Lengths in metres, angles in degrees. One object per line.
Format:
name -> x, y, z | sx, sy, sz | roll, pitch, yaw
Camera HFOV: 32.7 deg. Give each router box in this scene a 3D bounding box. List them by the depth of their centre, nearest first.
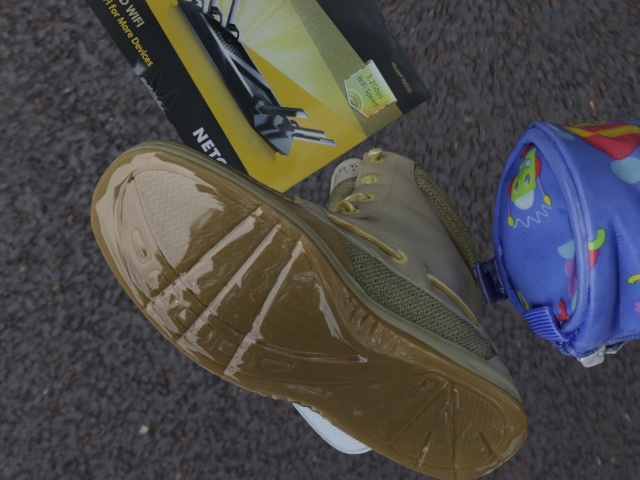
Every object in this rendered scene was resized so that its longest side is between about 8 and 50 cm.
router box -> -0.069, -0.214, 1.120 | 0.243, 0.081, 0.309 | -33, 106, 4

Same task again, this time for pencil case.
pencil case -> 0.247, -0.006, 0.607 | 0.306, 0.119, 0.133 | -4, 94, -11

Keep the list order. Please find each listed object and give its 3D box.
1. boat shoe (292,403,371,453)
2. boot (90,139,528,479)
boat shoe -> -0.026, 0.058, 0.809 | 0.083, 0.076, 0.226 | -35, 89, 19
boot -> 0.000, 0.000, 0.624 | 0.262, 0.203, 0.095 | 32, 117, -17
